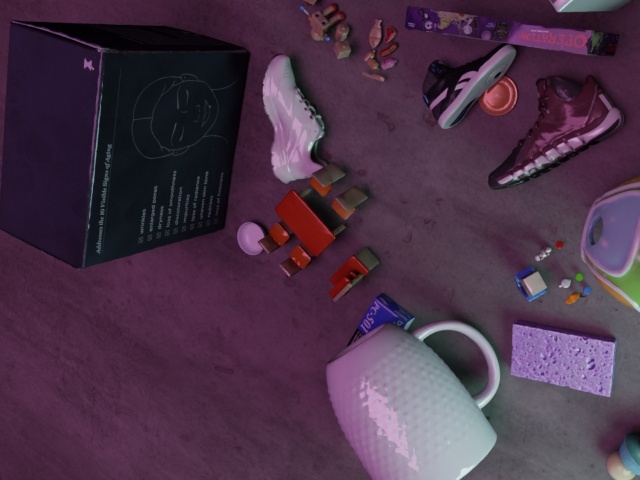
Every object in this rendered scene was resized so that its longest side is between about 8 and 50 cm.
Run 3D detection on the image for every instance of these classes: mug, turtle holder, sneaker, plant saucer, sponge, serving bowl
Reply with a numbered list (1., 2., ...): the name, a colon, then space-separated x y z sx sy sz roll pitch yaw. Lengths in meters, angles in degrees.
1. mug: 0.210 0.328 1.773 0.374 0.276 0.328 -35 87 -2
2. turtle holder: 0.594 -0.028 1.457 0.227 0.243 0.320 18 120 46
3. sneaker: 0.428 -0.222 1.604 0.281 0.106 0.163 -30 80 23
4. plant saucer: 0.358 -0.294 1.671 0.083 0.013 0.084 8 106 31
5. sponge: 0.497 0.241 1.701 0.210 0.031 0.117 9 106 30
6. serving bowl: -0.166 -0.007 2.058 0.083 0.027 0.083 8 106 31
7. sneaker: 0.282 -0.340 1.661 0.217 0.079 0.121 -48 66 33
8. sneaker: -0.055 -0.281 1.894 0.129 0.111 0.297 -4 106 20

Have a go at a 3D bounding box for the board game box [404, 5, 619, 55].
1. board game box: 0.355 -0.389 1.535 0.346 0.208 0.056 17 113 29

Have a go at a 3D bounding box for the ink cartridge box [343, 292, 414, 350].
1. ink cartridge box: 0.126 0.233 1.922 0.097 0.046 0.207 37 118 18

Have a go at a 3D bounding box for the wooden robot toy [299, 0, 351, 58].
1. wooden robot toy: 0.012 -0.468 1.830 0.173 0.076 0.079 53 157 10

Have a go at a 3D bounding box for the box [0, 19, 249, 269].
1. box: -0.449 -0.239 1.914 0.297 0.471 0.480 21 111 26

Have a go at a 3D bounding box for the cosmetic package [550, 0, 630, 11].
1. cosmetic package: 0.476 -0.491 1.328 0.217 0.385 0.156 -37 81 32

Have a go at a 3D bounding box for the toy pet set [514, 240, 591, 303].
1. toy pet set: 0.464 0.079 1.681 0.114 0.065 0.122 -29 88 -2

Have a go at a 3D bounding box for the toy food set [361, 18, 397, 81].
1. toy food set: 0.135 -0.409 1.782 0.078 0.019 0.122 25 106 25

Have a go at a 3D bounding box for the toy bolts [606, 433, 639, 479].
1. toy bolts: 0.642 0.479 1.582 0.158 0.218 0.229 -50 56 37

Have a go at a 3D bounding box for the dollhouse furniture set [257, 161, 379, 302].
1. dollhouse furniture set: 0.000 0.000 1.873 0.259 0.135 0.262 47 128 7
